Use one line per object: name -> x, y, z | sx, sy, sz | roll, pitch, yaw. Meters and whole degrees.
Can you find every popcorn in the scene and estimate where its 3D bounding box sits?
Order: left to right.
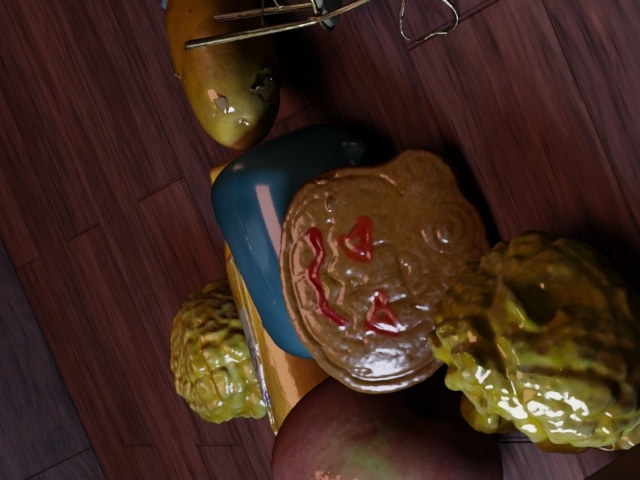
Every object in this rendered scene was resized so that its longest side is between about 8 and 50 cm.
popcorn -> -0.156, 0.176, 2.040 | 0.286, 0.174, 0.225 | -178, 82, -71
popcorn -> 0.241, 0.124, 1.280 | 0.237, 0.206, 0.251 | -16, 116, 45

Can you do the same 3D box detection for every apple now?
apple -> 0.086, 0.284, 1.586 | 0.306, 0.306, 0.235 | 43, 120, 36

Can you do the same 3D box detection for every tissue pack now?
tissue pack -> 0.000, 0.000, 1.588 | 0.206, 0.198, 0.287 | -19, 95, 60

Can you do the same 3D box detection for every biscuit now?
biscuit -> 0.080, 0.039, 1.456 | 0.049, 0.257, 0.273 | -59, -49, -77

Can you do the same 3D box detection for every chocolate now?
chocolate -> -0.058, 0.090, 1.820 | 0.162, 0.162, 0.445 | -17, 94, 62

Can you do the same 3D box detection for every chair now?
chair -> -0.003, -0.309, 1.430 | 0.326, 0.170, 0.159 | -4, 114, 16

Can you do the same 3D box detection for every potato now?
potato -> -0.127, -0.246, 1.647 | 0.173, 0.140, 0.300 | 51, -166, -47

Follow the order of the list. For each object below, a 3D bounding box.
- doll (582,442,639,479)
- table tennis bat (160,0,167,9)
doll -> 0.252, 0.305, 1.238 | 0.252, 0.382, 0.378 | -124, 32, -49
table tennis bat -> -0.208, -0.386, 1.789 | 0.201, 0.033, 0.124 | 124, 152, -70
